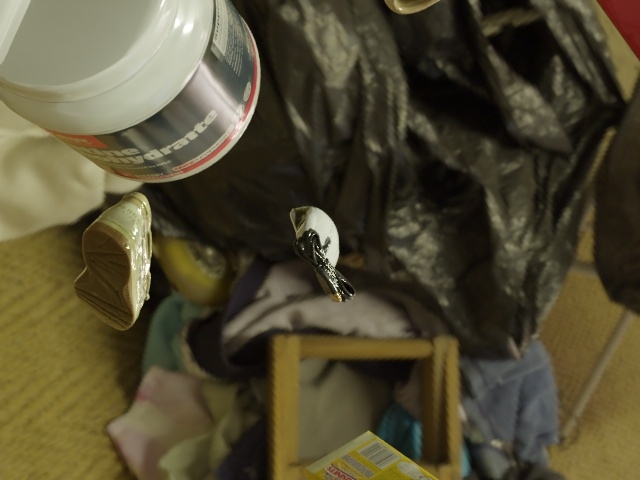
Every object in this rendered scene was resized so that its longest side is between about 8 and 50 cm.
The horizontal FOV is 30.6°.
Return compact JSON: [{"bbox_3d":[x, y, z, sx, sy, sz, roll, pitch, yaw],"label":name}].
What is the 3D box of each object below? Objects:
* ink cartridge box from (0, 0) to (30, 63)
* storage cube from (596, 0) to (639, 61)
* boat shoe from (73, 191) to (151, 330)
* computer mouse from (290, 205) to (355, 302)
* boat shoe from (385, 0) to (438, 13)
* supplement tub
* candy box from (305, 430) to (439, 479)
[{"bbox_3d":[-0.210,-0.252,0.618,0.197,0.273,0.114,25,4,-13],"label":"ink cartridge box"},{"bbox_3d":[0.391,-0.296,1.204,0.193,0.215,0.183,51,34,-11],"label":"storage cube"},{"bbox_3d":[-0.279,0.038,1.644,0.104,0.285,0.089,32,59,2],"label":"boat shoe"},{"bbox_3d":[0.000,0.000,1.419,0.106,0.042,0.193,53,8,-22],"label":"computer mouse"},{"bbox_3d":[0.166,-0.287,0.934,0.109,0.302,0.098,27,44,-45],"label":"boat shoe"},{"bbox_3d":[-0.165,-0.163,0.946,0.272,0.191,0.191,44,25,-77],"label":"supplement tub"},{"bbox_3d":[0.085,0.306,1.409,0.105,0.206,0.027,-27,126,-28],"label":"candy box"}]
